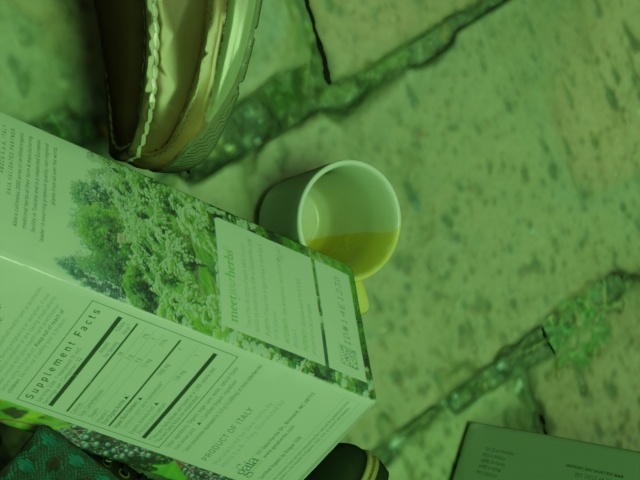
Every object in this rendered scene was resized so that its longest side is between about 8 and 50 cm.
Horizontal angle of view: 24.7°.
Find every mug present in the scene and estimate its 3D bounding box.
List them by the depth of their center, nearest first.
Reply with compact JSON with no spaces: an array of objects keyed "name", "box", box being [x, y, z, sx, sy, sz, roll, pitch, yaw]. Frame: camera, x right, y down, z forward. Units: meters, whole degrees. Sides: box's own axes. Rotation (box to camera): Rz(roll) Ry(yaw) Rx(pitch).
[{"name":"mug","box":[-0.002,-0.003,0.771,0.062,0.064,0.078,16,82,-31]}]

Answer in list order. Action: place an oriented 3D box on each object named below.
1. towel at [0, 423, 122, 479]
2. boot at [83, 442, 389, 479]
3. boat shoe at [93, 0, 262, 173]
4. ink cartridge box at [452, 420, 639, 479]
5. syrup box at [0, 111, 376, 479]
[{"name":"towel","box":[-0.056,0.279,0.562,0.370,0.040,0.271,36,64,12]},{"name":"boot","box":[-0.068,0.129,0.732,0.198,0.077,0.137,-38,99,-32]},{"name":"boat shoe","box":[-0.099,-0.192,0.689,0.116,0.123,0.324,0,83,-25]},{"name":"ink cartridge box","box":[0.172,0.253,0.736,0.130,0.309,0.271,26,78,-29]},{"name":"syrup box","box":[-0.099,0.031,0.670,0.237,0.096,0.093,23,35,-26]}]
